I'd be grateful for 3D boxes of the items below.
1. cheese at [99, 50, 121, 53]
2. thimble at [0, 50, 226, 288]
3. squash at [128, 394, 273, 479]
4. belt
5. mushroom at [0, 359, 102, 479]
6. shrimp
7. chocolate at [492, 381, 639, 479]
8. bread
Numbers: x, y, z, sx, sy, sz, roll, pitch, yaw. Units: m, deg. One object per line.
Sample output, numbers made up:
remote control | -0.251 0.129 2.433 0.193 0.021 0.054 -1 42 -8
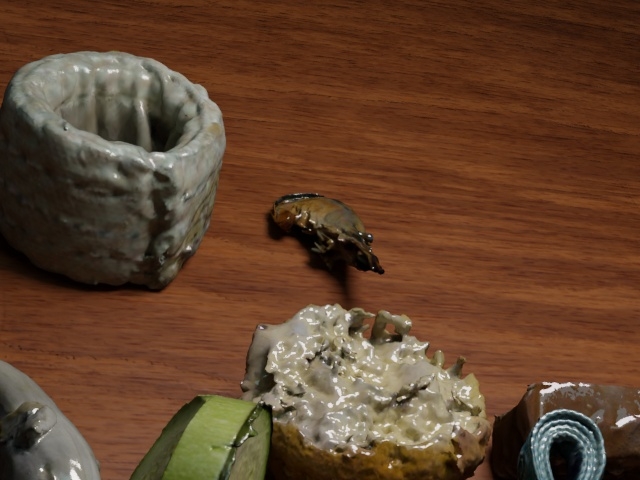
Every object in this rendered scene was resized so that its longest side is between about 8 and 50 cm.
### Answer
cheese | -0.330 -0.184 1.717 0.177 0.069 0.270 27 48 8
thimble | -0.255 -0.091 1.500 0.291 0.195 0.291 11 32 -7
squash | -0.122 0.224 1.066 0.133 0.220 0.220 22 33 5
belt | 0.233 0.306 1.139 0.087 0.072 0.302 5 58 -5
mushroom | -0.287 0.188 1.170 0.278 0.096 0.099 43 -3 37
shrimp | 0.008 0.005 1.594 0.117 0.066 0.262 -8 23 -10
chocolate | 0.303 0.219 1.327 0.214 0.148 0.093 7 65 -9
bread | 0.041 0.185 1.261 0.274 0.149 0.274 7 31 -4
